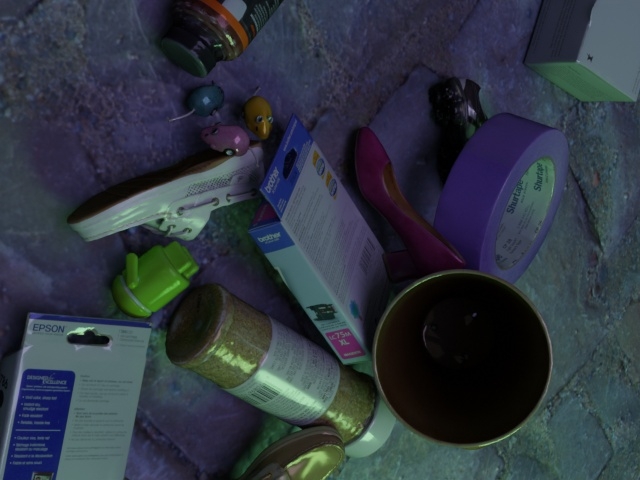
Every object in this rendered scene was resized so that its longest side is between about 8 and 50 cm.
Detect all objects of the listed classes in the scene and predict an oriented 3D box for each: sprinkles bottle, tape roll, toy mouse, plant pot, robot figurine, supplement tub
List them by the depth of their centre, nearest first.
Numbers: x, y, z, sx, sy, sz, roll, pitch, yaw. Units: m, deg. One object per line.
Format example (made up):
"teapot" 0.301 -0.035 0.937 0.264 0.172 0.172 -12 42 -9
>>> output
"supplement tub" -0.113 -0.299 1.094 0.106 0.106 0.198 44 72 -33
"robot figurine" -0.211 0.051 1.096 0.115 0.067 0.101 -38 160 2
"toy mouse" -0.124 -0.158 1.111 0.143 0.161 0.031 2 141 -24
"sprinkles bottle" -0.045 0.188 1.219 0.355 0.121 0.121 36 77 -35
"plant pot" 0.205 0.153 1.277 0.237 0.254 0.237 0 92 9
"tape roll" 0.286 -0.057 1.375 0.274 0.090 0.275 -35 138 -39

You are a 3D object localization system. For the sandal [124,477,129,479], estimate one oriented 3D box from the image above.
"sandal" -0.210 0.428 1.154 0.076 0.102 0.265 -15 105 -30

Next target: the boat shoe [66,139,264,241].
"boat shoe" -0.177 -0.043 1.097 0.277 0.098 0.096 -25 111 -32

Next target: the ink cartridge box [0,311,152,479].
"ink cartridge box" -0.317 0.248 1.068 0.165 0.065 0.333 11 93 -37

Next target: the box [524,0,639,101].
"box" 0.471 -0.352 1.502 0.181 0.119 0.181 21 86 -37

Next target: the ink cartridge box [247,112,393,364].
"ink cartridge box" 0.000 0.000 1.207 0.311 0.065 0.186 58 32 -30

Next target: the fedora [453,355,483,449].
"fedora" 0.256 0.256 1.478 0.194 0.079 0.194 -7 102 -37

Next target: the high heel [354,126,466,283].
"high heel" 0.129 -0.058 1.279 0.082 0.117 0.244 -11 87 -62

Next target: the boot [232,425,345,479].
"boot" -0.055 0.379 1.150 0.262 0.203 0.095 -33 123 -2

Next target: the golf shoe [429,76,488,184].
"golf shoe" 0.235 -0.161 1.391 0.093 0.077 0.198 -18 110 -33
